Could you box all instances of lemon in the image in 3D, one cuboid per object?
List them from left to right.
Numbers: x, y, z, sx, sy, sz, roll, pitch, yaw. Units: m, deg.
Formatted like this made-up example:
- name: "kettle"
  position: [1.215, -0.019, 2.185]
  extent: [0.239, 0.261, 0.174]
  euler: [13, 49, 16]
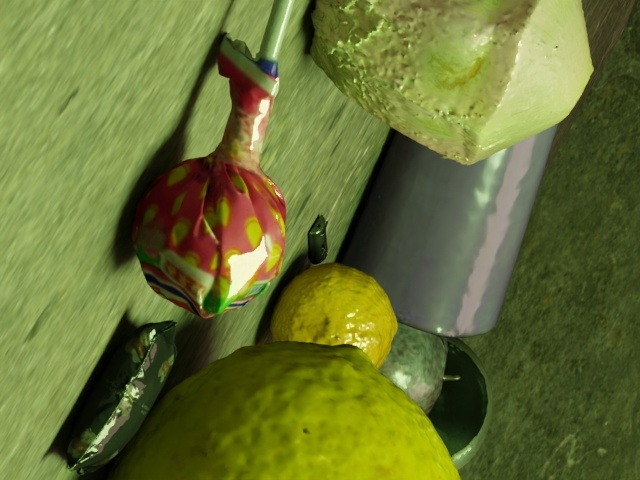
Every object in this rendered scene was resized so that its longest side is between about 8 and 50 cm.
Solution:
- name: "lemon"
  position: [-0.023, 0.277, 1.672]
  extent: [0.350, 0.387, 0.350]
  euler: [-36, 158, -17]
- name: "lemon"
  position: [0.016, 0.095, 2.039]
  extent: [0.142, 0.142, 0.187]
  euler: [-64, 172, 4]

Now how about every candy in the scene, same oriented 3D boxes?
- name: "candy"
  position: [-0.048, -0.117, 1.369]
  extent: [0.124, 0.124, 0.365]
  euler: [-28, 136, -72]

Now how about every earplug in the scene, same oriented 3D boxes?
- name: "earplug"
  position: [0.187, -0.121, 2.211]
  extent: [0.215, 0.215, 0.456]
  euler: [-39, 149, -66]

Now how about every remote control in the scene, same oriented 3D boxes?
- name: "remote control"
  position: [0.000, 0.000, 2.072]
  extent: [0.034, 0.016, 0.091]
  euler: [-55, 167, -17]

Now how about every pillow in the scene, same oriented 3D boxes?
- name: "pillow"
  position: [-0.167, 0.131, 1.509]
  extent: [0.150, 0.048, 0.090]
  euler: [-58, 160, -8]

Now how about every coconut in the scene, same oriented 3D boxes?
- name: "coconut"
  position: [0.127, -0.186, 1.623]
  extent: [0.233, 0.245, 0.233]
  euler: [-56, 167, -20]

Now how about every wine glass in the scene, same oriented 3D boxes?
- name: "wine glass"
  position: [0.125, 0.241, 2.578]
  extent: [0.238, 0.238, 0.323]
  euler: [-62, 180, -10]

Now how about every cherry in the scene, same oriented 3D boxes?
- name: "cherry"
  position: [0.073, 0.150, 2.325]
  extent: [0.195, 0.195, 0.195]
  euler: [-60, 169, -20]
